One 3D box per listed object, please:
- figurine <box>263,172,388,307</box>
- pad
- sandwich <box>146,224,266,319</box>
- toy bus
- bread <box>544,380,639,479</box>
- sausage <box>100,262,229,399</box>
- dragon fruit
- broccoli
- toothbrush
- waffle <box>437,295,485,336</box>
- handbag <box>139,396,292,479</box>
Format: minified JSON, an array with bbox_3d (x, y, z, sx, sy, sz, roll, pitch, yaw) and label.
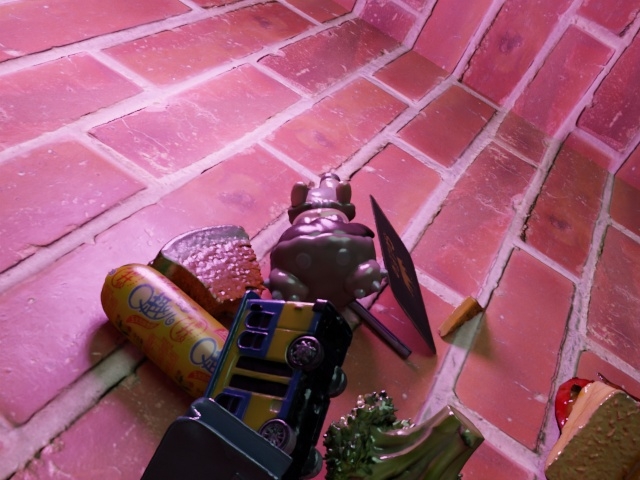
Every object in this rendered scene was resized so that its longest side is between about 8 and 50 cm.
[{"bbox_3d":[0.000,-0.001,1.642,0.249,0.203,0.380,-3,40,-2],"label":"figurine"},{"bbox_3d":[0.192,0.035,1.728,0.315,0.063,0.375,52,18,-34],"label":"pad"},{"bbox_3d":[-0.213,0.067,1.479,0.292,0.109,0.212,0,41,-38],"label":"sandwich"},{"bbox_3d":[-0.071,0.232,1.173,0.175,0.138,0.287,5,61,28],"label":"toy bus"},{"bbox_3d":[0.598,0.446,1.539,0.263,0.236,0.198,36,-1,9],"label":"bread"},{"bbox_3d":[-0.245,0.159,1.313,0.347,0.123,0.123,38,33,15],"label":"sausage"},{"bbox_3d":[0.652,0.391,1.722,0.344,0.100,0.282,8,33,-31],"label":"dragon fruit"},{"bbox_3d":[0.133,0.375,1.217,0.288,0.259,0.235,36,-14,-25],"label":"broccoli"},{"bbox_3d":[0.067,0.130,1.691,0.354,0.024,0.029,42,26,21],"label":"toothbrush"},{"bbox_3d":[0.336,0.191,1.831,0.032,0.125,0.191,41,0,22],"label":"waffle"},{"bbox_3d":[-0.148,0.336,1.042,0.179,0.229,0.062,33,29,8],"label":"handbag"}]
